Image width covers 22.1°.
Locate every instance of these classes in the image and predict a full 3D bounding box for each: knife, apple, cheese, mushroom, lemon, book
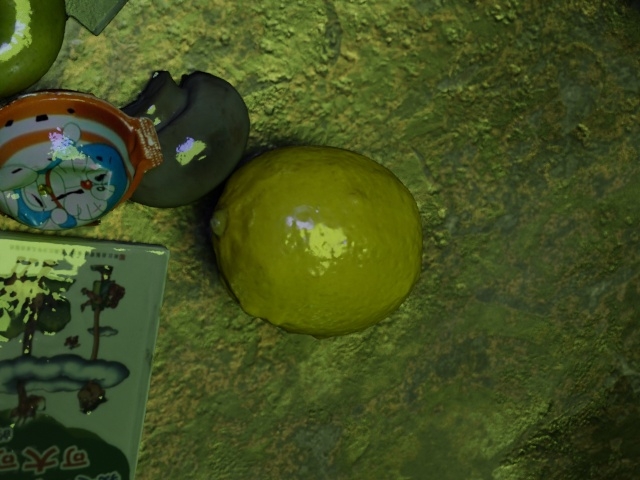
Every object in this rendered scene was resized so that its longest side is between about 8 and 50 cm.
[{"bbox_3d":[-0.268,-0.277,1.896,0.072,0.019,0.245,42,82,-26],"label":"knife"},{"bbox_3d":[-0.372,-0.244,1.780,0.196,0.157,0.196,-2,99,-16],"label":"apple"},{"bbox_3d":[-0.342,-0.079,1.834,0.329,0.129,0.217,-11,138,-3],"label":"cheese"},{"bbox_3d":[-0.158,-0.115,1.936,0.188,0.117,0.141,-46,126,-12],"label":"mushroom"},{"bbox_3d":[0.000,0.000,1.958,0.288,0.233,0.234,11,98,-33],"label":"lemon"},{"bbox_3d":[-0.330,0.177,1.961,0.260,0.043,0.371,5,100,-24],"label":"book"}]
